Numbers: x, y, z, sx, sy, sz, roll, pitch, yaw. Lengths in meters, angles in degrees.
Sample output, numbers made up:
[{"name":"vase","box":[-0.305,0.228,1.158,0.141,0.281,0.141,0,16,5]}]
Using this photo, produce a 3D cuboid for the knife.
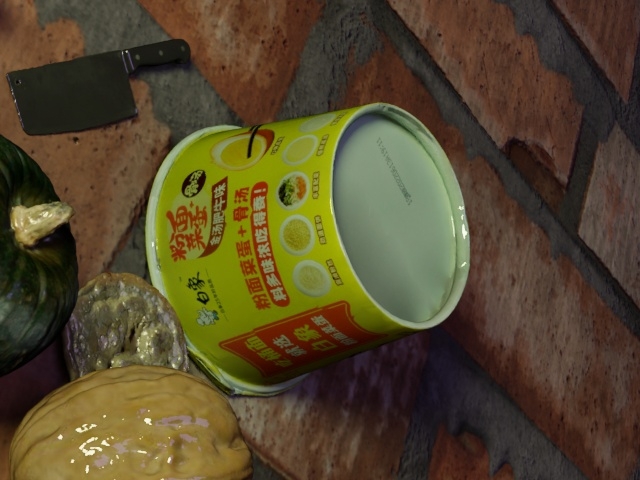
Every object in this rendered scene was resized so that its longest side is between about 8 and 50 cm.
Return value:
[{"name":"knife","box":[-0.213,-0.156,1.355,0.245,0.019,0.072,-24,101,-48]}]

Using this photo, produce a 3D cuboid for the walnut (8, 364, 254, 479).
[{"name":"walnut","box":[-0.158,0.203,1.147,0.213,0.213,0.213,20,63,-46]}]

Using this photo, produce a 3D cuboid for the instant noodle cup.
[{"name":"instant noodle cup","box":[0.000,0.000,1.396,0.311,0.221,0.311,20,63,-45]}]

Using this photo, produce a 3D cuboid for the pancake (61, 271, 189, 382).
[{"name":"pancake","box":[-0.188,0.107,1.288,0.158,0.028,0.158,18,65,-43]}]

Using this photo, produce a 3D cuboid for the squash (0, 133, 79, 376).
[{"name":"squash","box":[-0.289,0.007,1.079,0.218,0.172,0.218,13,72,-49]}]
